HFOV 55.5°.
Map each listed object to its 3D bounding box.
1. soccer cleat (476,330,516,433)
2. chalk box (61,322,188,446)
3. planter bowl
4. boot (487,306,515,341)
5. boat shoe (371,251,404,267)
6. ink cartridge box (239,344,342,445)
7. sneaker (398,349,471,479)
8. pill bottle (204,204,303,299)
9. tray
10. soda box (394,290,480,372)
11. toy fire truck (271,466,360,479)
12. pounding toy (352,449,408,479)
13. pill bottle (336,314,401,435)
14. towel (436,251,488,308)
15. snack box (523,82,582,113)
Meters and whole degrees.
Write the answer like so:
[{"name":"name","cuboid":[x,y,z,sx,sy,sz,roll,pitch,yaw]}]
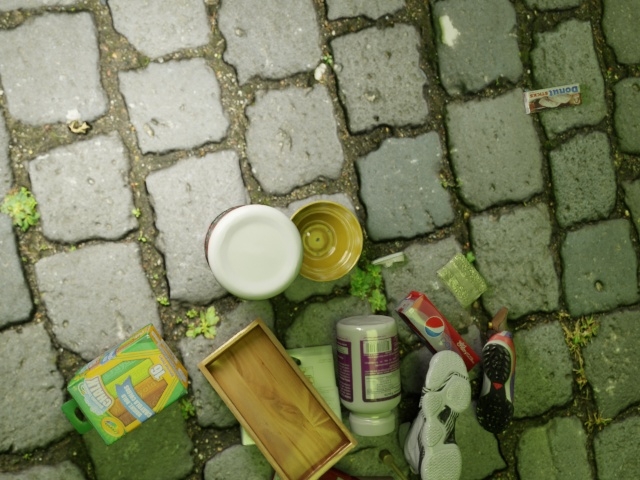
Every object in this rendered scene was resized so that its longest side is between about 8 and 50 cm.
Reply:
[{"name":"soccer cleat","cuboid":[0.522,0.416,1.772,0.116,0.108,0.318,-33,126,-52]},{"name":"chalk box","cuboid":[-0.498,0.368,1.508,0.289,0.179,0.180,-34,99,-9]},{"name":"planter bowl","cuboid":[0.000,0.000,1.650,0.217,0.090,0.217,-1,93,-12]},{"name":"boot","cuboid":[0.550,0.269,1.815,0.087,0.042,0.118,36,86,-18]},{"name":"boat shoe","cuboid":[0.192,0.060,1.725,0.100,0.035,0.035,-15,93,-18]},{"name":"ink cartridge box","cuboid":[-0.089,0.422,1.666,0.275,0.060,0.239,-4,73,-12]},{"name":"sneaker","cuboid":[0.306,0.488,1.689,0.137,0.210,0.366,9,79,-13]},{"name":"pill bottle","cuboid":[-0.174,0.018,1.471,0.210,0.363,0.210,-1,93,-13]},{"name":"tray","cuboid":[-0.113,0.425,1.580,0.203,0.076,0.411,-37,80,-13]},{"name":"soda box","cuboid":[0.332,0.268,1.735,0.083,0.092,0.263,-43,100,-9]},{"name":"toy fire truck","cuboid":[-0.034,0.730,1.632,0.254,0.169,0.302,19,94,25]},{"name":"pounding toy","cuboid":[0.183,0.709,1.719,0.181,0.094,0.206,5,92,-13]},{"name":"pill bottle","cuboid":[0.133,0.365,1.656,0.169,0.169,0.302,-4,94,-13]},{"name":"towel","cuboid":[0.416,0.116,1.781,0.110,0.027,0.148,-42,100,-9]},{"name":"snack box","cuboid":[0.696,-0.425,1.823,0.178,0.022,0.064,-12,94,-12]}]
